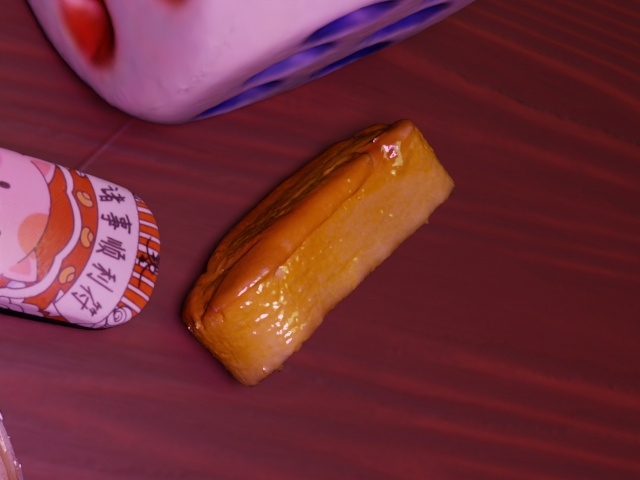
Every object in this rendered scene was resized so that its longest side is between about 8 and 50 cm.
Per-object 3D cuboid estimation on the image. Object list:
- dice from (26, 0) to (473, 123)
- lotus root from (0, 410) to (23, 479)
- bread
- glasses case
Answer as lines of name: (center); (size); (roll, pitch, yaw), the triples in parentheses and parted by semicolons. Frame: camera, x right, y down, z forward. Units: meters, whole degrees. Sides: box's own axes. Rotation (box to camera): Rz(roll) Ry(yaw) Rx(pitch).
dice: (-0.042, -0.273, 0.937); (0.304, 0.277, 0.304); (-24, 90, -36)
lotus root: (-0.220, 0.129, 0.856); (0.037, 0.030, 0.083); (-23, 91, -64)
bread: (0.000, 0.000, 0.981); (0.245, 0.102, 0.094); (-44, 102, -30)
glasses case: (-0.231, -0.012, 0.868); (0.267, 0.067, 0.103); (14, 71, -26)
